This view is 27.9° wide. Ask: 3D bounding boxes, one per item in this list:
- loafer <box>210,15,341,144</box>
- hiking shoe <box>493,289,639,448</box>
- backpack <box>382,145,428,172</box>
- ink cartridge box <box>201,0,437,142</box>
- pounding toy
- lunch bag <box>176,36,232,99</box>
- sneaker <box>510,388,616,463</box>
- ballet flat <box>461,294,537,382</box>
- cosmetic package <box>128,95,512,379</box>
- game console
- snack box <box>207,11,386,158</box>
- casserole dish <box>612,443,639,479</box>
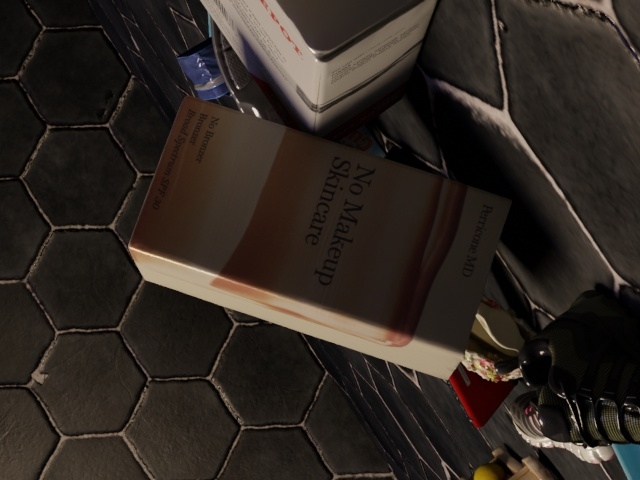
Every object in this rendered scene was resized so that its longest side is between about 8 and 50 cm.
[{"bbox_3d":[-0.050,-0.166,1.317,0.095,0.109,0.303,-143,36,-72],"label":"loafer"},{"bbox_3d":[0.222,0.125,0.941,0.086,0.114,0.227,61,171,-28],"label":"hiking shoe"},{"bbox_3d":[0.066,-0.012,1.294,0.098,0.120,0.101,48,167,44],"label":"backpack"},{"bbox_3d":[-0.014,-0.207,1.063,0.197,0.114,0.273,56,173,8],"label":"ink cartridge box"},{"bbox_3d":[0.228,0.354,1.586,0.154,0.155,0.269,55,172,-17],"label":"pounding toy"},{"bbox_3d":[-0.108,-0.190,1.414,0.065,0.067,0.098,61,166,-15],"label":"lunch bag"},{"bbox_3d":[0.225,0.156,1.217,0.075,0.063,0.170,59,166,-12],"label":"sneaker"},{"bbox_3d":[0.120,0.058,1.229,0.241,0.091,0.077,29,161,-22],"label":"ballet flat"},{"bbox_3d":[0.000,0.000,1.126,0.296,0.153,0.129,17,166,3],"label":"cosmetic package"},{"bbox_3d":[0.150,0.115,1.424,0.085,0.124,0.144,-2,125,49],"label":"game console"},{"bbox_3d":[-0.022,-0.153,1.480,0.322,0.060,0.187,56,170,8],"label":"snack box"},{"bbox_3d":[0.296,0.204,1.077,0.188,0.037,0.114,60,171,-24],"label":"casserole dish"}]
